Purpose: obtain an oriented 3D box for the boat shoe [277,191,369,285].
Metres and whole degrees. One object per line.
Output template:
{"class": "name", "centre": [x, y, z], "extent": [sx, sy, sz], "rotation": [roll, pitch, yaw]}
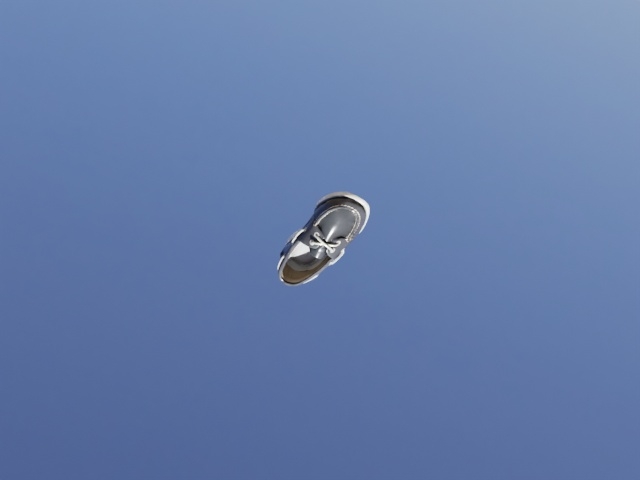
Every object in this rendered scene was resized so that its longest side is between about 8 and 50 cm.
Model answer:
{"class": "boat shoe", "centre": [0.000, 0.000, 1.667], "extent": [0.046, 0.125, 0.038], "rotation": [33, -127, -15]}
